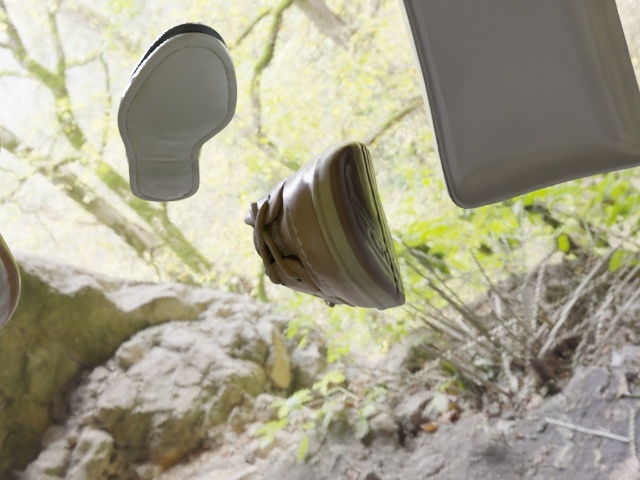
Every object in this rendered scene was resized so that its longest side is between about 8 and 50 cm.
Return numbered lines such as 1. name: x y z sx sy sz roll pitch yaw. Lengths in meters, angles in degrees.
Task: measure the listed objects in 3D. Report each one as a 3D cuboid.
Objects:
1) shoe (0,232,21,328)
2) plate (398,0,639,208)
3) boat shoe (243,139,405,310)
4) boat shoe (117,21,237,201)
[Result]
1. shoe: -0.238 -0.002 0.510 0.058 0.077 0.219 -53 -13 -43
2. plate: 0.180 -0.182 0.755 0.045 0.278 0.277 -17 87 58
3. boat shoe: 0.000 0.000 0.573 0.098 0.109 0.302 -14 -1 5
4. boat shoe: -0.162 -0.148 0.884 0.319 0.116 0.099 123 144 -62
